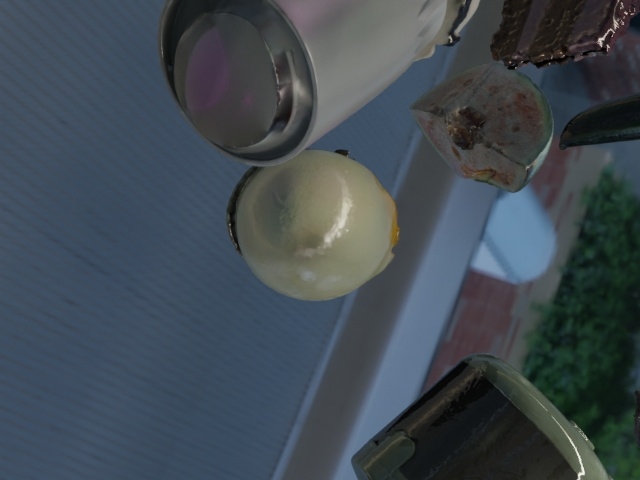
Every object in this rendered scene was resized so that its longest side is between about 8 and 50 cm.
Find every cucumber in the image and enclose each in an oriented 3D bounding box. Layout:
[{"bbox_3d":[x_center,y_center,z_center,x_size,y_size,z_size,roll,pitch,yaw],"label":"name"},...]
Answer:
[{"bbox_3d":[0.379,-0.137,1.329,0.056,0.284,0.056,35,50,-56],"label":"cucumber"}]

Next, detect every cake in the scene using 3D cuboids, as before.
[{"bbox_3d":[0.237,-0.259,1.135,0.112,0.116,0.295,57,48,-35],"label":"cake"}]

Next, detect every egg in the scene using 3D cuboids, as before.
[{"bbox_3d":[-0.004,0.002,2.094,0.264,0.174,0.286,-35,119,12],"label":"egg"}]

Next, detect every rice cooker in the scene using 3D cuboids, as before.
[{"bbox_3d":[0.200,0.316,1.659,0.277,0.288,0.288,-42,148,-4],"label":"rice cooker"}]

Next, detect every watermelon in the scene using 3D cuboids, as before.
[{"bbox_3d":[0.352,-0.218,2.585,0.188,0.322,0.175,-38,146,-15],"label":"watermelon"}]

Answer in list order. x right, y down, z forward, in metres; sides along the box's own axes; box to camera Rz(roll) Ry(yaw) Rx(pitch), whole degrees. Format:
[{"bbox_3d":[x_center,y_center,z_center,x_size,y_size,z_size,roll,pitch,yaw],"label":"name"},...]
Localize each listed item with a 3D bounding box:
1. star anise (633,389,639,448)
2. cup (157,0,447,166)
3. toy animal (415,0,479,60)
[{"bbox_3d":[0.508,0.314,1.925,0.182,0.065,0.195,35,36,-71],"label":"star anise"},{"bbox_3d":[-0.015,-0.278,1.694,0.371,0.253,0.253,-39,139,-43],"label":"cup"},{"bbox_3d":[0.138,-0.394,1.939,0.156,0.204,0.208,-95,-155,-50],"label":"toy animal"}]
